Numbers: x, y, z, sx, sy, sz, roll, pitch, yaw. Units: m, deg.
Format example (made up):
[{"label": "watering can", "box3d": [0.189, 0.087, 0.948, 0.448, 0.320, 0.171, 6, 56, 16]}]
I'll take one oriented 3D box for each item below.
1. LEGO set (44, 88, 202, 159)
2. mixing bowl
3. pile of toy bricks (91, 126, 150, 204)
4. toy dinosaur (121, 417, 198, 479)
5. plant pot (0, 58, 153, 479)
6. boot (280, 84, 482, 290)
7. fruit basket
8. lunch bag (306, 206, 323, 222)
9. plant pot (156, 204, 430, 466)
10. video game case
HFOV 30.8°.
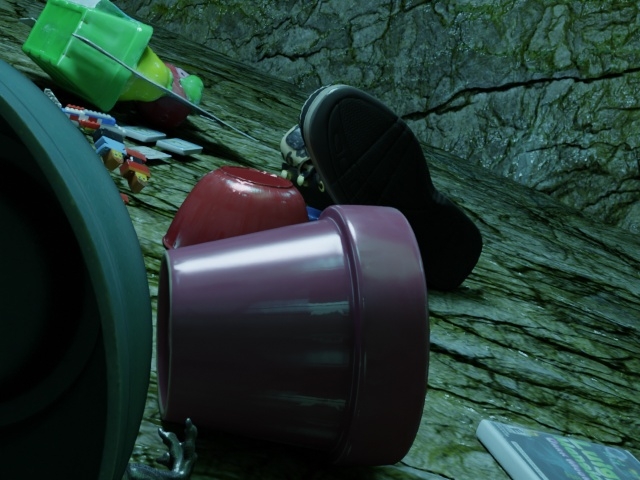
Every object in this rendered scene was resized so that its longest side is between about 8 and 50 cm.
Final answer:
[{"label": "LEGO set", "box3d": [-0.301, -0.173, 1.750, 0.182, 0.060, 0.244, 20, 13, 15]}, {"label": "mixing bowl", "box3d": [-0.084, -0.028, 1.341, 0.181, 0.098, 0.181, 14, 12, -3]}, {"label": "pile of toy bricks", "box3d": [-0.270, -0.052, 1.231, 0.212, 0.118, 0.105, 20, 42, -47]}, {"label": "toy dinosaur", "box3d": [-0.131, 0.149, 0.664, 0.268, 0.064, 0.118, 19, 29, -2]}, {"label": "plant pot", "box3d": [-0.202, 0.033, 0.520, 0.293, 0.293, 0.196, 21, 11, 4]}, {"label": "boot", "box3d": [0.036, -0.097, 1.590, 0.377, 0.138, 0.284, 41, -7, -40]}, {"label": "fruit basket", "box3d": [-0.303, -0.284, 1.955, 0.353, 0.165, 0.327, 21, 4, -35]}, {"label": "lunch bag", "box3d": [0.000, 0.000, 1.464, 0.098, 0.067, 0.065, 28, 15, 17]}, {"label": "plant pot", "box3d": [-0.031, 0.073, 0.887, 0.180, 0.201, 0.201, 0, 18, -13]}, {"label": "video game case", "box3d": [0.250, 0.224, 1.028, 0.173, 0.022, 0.190, 15, 14, -22]}]
